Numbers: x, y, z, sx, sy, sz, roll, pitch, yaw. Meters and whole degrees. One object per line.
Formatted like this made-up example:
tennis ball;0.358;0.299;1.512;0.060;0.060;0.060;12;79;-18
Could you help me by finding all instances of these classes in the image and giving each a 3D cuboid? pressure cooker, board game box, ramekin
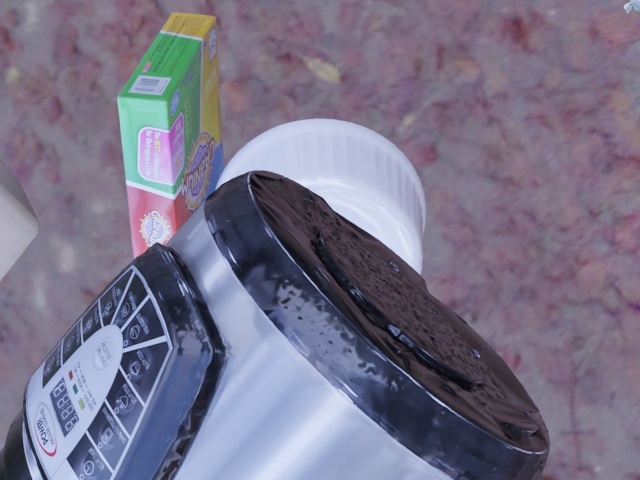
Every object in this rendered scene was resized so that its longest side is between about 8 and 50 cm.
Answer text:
pressure cooker;-0.063;0.202;1.055;0.375;0.370;0.420;44;103;7
board game box;-0.191;-0.108;1.664;0.064;0.242;0.316;6;127;9
ramekin;0.000;0.000;1.555;0.277;0.135;0.277;-1;121;-1

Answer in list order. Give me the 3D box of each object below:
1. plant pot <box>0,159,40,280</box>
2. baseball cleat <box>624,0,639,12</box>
plant pot;-0.223;-0.016;0.703;0.109;0.096;0.109;-51;33;6
baseball cleat;0.323;-0.161;0.920;0.109;0.072;0.206;-43;47;4
